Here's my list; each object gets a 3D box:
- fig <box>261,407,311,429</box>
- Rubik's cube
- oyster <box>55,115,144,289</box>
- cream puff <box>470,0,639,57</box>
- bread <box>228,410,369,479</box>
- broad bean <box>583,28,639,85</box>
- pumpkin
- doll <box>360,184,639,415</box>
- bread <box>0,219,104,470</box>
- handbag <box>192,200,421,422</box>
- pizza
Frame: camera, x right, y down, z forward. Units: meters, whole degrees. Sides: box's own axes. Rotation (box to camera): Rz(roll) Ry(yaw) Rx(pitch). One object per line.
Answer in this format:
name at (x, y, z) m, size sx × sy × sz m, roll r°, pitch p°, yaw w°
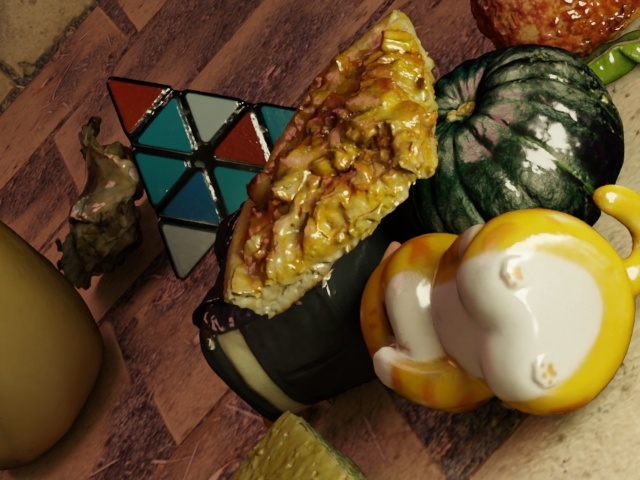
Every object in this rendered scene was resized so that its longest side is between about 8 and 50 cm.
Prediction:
fig at (-0.038, 0.171, 1.749) m, size 0.050 × 0.050 × 0.083 m, roll -56°, pitch 3°, yaw -16°
Rubik's cube at (-0.186, -0.070, 2.286) m, size 0.284 × 0.250 × 0.234 m, roll -14°, pitch 60°, yaw 49°
oyster at (-0.293, -0.052, 2.424) m, size 0.351 × 0.115 × 0.238 m, roll 122°, pitch 157°, yaw -73°
cream puff at (0.247, -0.284, 1.797) m, size 0.240 × 0.164 × 0.240 m, roll -46°, pitch 17°, yaw 19°
bread at (-0.011, 0.246, 1.484) m, size 0.138 × 0.102 × 0.196 m, roll -52°, pitch 24°, yaw 0°
broad bean at (0.265, -0.155, 1.694) m, size 0.195 × 0.046 × 0.061 m, roll -30°, pitch 26°, yaw 36°
pumpkin at (0.171, -0.075, 1.583) m, size 0.220 × 0.162 × 0.220 m, roll -33°, pitch 35°, yaw 26°
doll at (0.136, 0.060, 1.433) m, size 0.162 × 0.166 × 0.270 m, roll -13°, pitch 1°, yaw -41°
bread at (-0.461, 0.092, 2.241) m, size 0.253 × 0.376 × 0.348 m, roll -52°, pitch 20°, yaw -9°
handbag at (-0.002, 0.048, 1.697) m, size 0.181 × 0.181 × 0.254 m, roll -25°, pitch 31°, yaw 31°
pizza at (0.021, -0.079, 1.550) m, size 0.226 × 0.086 × 0.335 m, roll -8°, pitch 45°, yaw 58°
